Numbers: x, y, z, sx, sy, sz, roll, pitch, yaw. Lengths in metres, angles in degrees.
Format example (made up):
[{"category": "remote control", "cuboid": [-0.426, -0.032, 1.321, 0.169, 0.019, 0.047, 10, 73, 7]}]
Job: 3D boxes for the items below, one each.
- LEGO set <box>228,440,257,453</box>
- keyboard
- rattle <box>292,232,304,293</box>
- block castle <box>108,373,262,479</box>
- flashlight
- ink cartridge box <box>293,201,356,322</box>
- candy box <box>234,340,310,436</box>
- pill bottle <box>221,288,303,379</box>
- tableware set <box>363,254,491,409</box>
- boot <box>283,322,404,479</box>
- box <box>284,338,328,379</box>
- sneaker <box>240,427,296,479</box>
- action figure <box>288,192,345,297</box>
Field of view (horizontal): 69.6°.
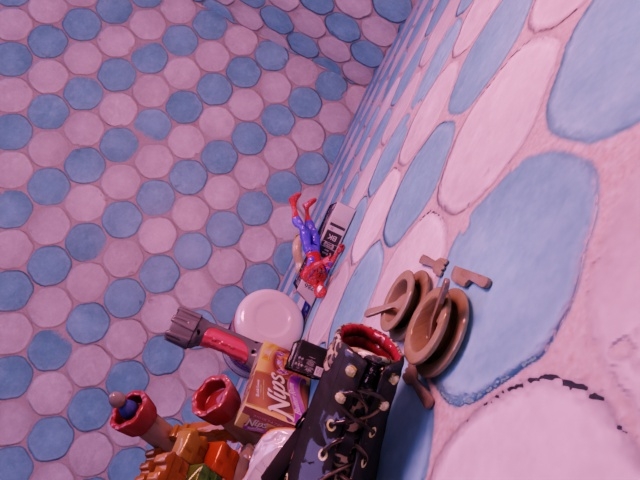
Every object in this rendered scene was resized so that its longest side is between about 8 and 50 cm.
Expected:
[{"category": "LEGO set", "cuboid": [-0.196, 0.478, 1.034, 0.287, 0.107, 0.132, -80, 16, -68]}, {"category": "keyboard", "cuboid": [-0.009, 0.219, 0.544, 0.180, 0.023, 0.108, -43, -25, -43]}, {"category": "rattle", "cuboid": [-0.015, 0.068, 1.463, 0.130, 0.142, 0.200, 63, -153, -56]}, {"category": "block castle", "cuboid": [-0.293, 0.456, 0.757, 0.302, 0.213, 0.454, -17, 34, 23]}, {"category": "flashlight", "cuboid": [-0.204, 0.253, 1.055, 0.103, 0.303, 0.103, 130, 163, -64]}, {"category": "ink cartridge box", "cuboid": [-0.006, 0.054, 1.297, 0.165, 0.065, 0.333, -173, 107, -83]}, {"category": "candy box", "cuboid": [-0.078, 0.271, 0.832, 0.053, 0.109, 0.187, -63, 6, 19]}, {"category": "pill bottle", "cuboid": [-0.174, 0.277, 1.285, 0.323, 0.181, 0.182, 123, 170, -53]}, {"category": "tableware set", "cuboid": [0.093, 0.072, 0.472, 0.194, 0.039, 0.128, -140, 75, -84]}, {"category": "boot", "cuboid": [0.016, 0.183, 0.378, 0.236, 0.085, 0.179, -80, 5, -81]}, {"category": "box", "cuboid": [-0.022, 0.210, 0.808, 0.083, 0.062, 0.052, 133, 159, -69]}, {"category": "sneaker", "cuboid": [-0.089, 0.377, 0.602, 0.121, 0.099, 0.263, -95, 29, -69]}, {"category": "action figure", "cuboid": [0.000, 0.000, 1.152, 0.139, 0.091, 0.281, -28, 61, 39]}]
